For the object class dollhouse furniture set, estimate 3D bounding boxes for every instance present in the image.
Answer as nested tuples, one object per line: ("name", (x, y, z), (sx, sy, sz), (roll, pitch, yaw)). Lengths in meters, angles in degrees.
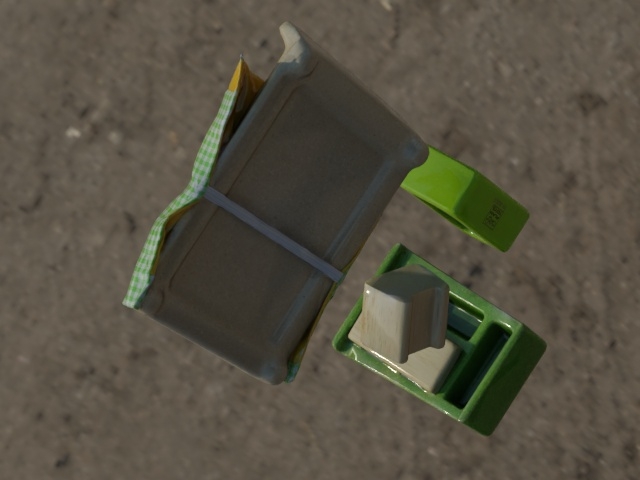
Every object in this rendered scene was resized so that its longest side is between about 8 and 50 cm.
("dollhouse furniture set", (0.000, 0.000, 0.445), (0.058, 0.152, 0.076), (30, 88, 43))
